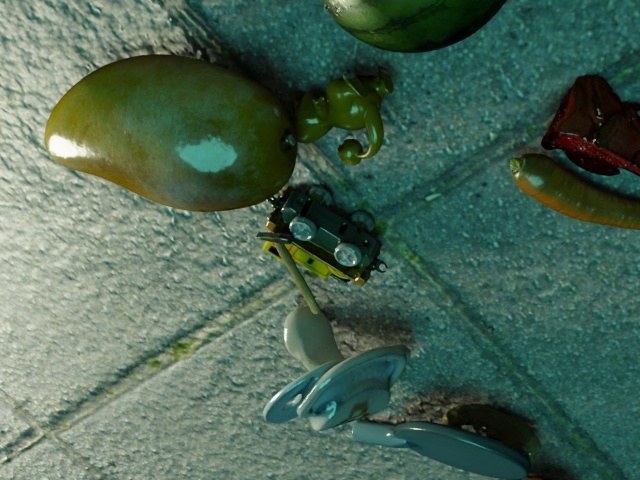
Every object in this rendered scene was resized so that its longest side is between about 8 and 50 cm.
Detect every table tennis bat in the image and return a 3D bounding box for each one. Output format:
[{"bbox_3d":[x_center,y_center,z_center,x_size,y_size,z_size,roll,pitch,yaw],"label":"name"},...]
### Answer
[{"bbox_3d":[0.207,0.363,1.427,0.328,0.044,0.215,4,152,32],"label":"table tennis bat"}]

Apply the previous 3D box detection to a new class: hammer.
[{"bbox_3d":[-0.041,0.054,1.270,0.062,0.013,0.199,9,144,30],"label":"hammer"}]

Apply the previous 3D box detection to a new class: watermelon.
[{"bbox_3d":[0.103,-0.329,0.890,0.242,0.242,0.242,9,126,12],"label":"watermelon"}]

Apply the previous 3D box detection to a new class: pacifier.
[{"bbox_3d":[0.018,0.195,1.337,0.207,0.278,0.227,59,135,27],"label":"pacifier"}]

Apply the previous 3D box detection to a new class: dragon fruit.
[{"bbox_3d":[0.379,-0.108,1.046,0.192,0.092,0.122,33,128,-7],"label":"dragon fruit"}]

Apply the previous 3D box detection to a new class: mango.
[{"bbox_3d":[-0.211,-0.148,1.138,0.383,0.199,0.222,3,142,18],"label":"mango"}]

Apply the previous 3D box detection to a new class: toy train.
[{"bbox_3d":[0.000,0.000,1.253,0.219,0.089,0.127,31,139,-7],"label":"toy train"}]

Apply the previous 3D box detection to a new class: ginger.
[{"bbox_3d":[0.297,0.322,1.396,0.173,0.070,0.051,18,146,9],"label":"ginger"}]

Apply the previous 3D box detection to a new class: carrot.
[{"bbox_3d":[0.379,-0.052,1.113,0.271,0.062,0.066,24,90,-5],"label":"carrot"}]

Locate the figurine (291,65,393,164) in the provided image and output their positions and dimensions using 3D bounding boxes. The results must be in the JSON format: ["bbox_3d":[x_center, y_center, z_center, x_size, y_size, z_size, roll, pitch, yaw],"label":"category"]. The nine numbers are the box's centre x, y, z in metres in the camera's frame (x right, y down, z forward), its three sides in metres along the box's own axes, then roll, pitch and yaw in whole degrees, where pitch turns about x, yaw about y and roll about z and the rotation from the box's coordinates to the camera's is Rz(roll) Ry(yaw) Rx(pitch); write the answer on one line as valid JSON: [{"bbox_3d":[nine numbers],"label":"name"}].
[{"bbox_3d":[0.024,-0.161,1.114,0.176,0.121,0.122,-8,99,49],"label":"figurine"}]

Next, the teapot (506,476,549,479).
[{"bbox_3d":[0.372,0.474,1.433,0.178,0.135,0.252,-22,148,-12],"label":"teapot"}]
